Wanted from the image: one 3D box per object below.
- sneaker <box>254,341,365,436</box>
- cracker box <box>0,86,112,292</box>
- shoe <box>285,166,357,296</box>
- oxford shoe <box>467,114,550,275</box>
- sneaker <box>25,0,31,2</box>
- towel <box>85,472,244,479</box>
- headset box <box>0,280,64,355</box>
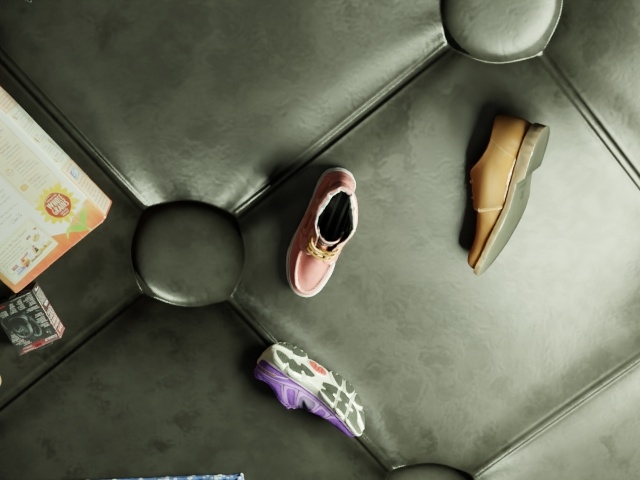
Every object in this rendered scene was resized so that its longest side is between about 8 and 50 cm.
[{"bbox_3d":[-0.013,0.203,1.537,0.170,0.068,0.071,39,120,-6],"label":"sneaker"},{"bbox_3d":[-0.391,-0.073,1.411,0.156,0.067,0.232,-38,108,11],"label":"cracker box"},{"bbox_3d":[0.000,0.000,1.441,0.064,0.081,0.177,17,109,-7],"label":"shoe"},{"bbox_3d":[0.216,-0.057,1.444,0.076,0.076,0.212,25,113,21],"label":"oxford shoe"},{"bbox_3d":[-0.337,-0.322,1.337,0.069,0.038,0.098,16,119,-9],"label":"sneaker"},{"bbox_3d":[-0.263,0.441,1.622,0.336,0.040,0.243,-4,111,0],"label":"towel"},{"bbox_3d":[-0.374,0.104,1.496,0.062,0.032,0.083,-24,110,8],"label":"headset box"}]
